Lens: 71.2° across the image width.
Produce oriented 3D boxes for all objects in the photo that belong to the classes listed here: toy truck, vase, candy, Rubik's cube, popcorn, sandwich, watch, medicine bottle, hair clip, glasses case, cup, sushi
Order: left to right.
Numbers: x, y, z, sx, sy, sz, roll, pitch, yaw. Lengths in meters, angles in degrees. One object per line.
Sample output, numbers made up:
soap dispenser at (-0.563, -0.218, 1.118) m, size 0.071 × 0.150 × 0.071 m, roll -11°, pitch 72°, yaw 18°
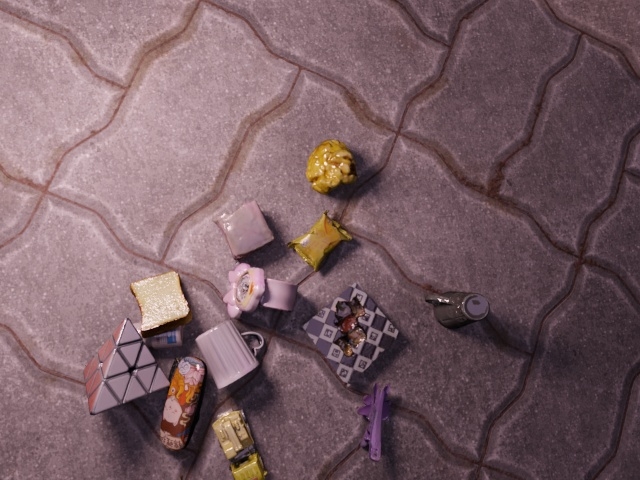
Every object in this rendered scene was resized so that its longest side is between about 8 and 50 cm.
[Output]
Rubik's cube at (-0.681, 0.439, 1.510) m, size 0.228 × 0.228 × 0.233 m, roll -31°, pitch 71°, yaw -21°
medicine bottle at (-0.586, 0.340, 1.611) m, size 0.168 × 0.105 × 0.105 m, roll -5°, pitch 83°, yaw -10°
sandwich at (-0.571, 0.222, 1.599) m, size 0.186 × 0.065 × 0.214 m, roll -19°, pitch 57°, yaw -22°
glasses case at (-0.486, 0.577, 1.588) m, size 0.122 × 0.082 × 0.320 m, roll 9°, pitch 82°, yaw 30°
cup at (-0.332, 0.403, 1.643) m, size 0.167 × 0.221 × 0.202 m, roll -32°, pitch 85°, yaw 21°
toy truck at (-0.289, 0.742, 1.583) m, size 0.124 × 0.157 × 0.272 m, roll -22°, pitch 86°, yaw -12°
candy at (-0.290, -0.033, 1.700) m, size 0.185 × 0.137 × 0.195 m, roll -24°, pitch 89°, yaw -12°
watch at (-0.212, 0.205, 1.667) m, size 0.218 × 0.248 × 0.210 m, roll 19°, pitch 77°, yaw -34°
popcorn at (0.048, -0.296, 1.763) m, size 0.226 × 0.203 × 0.200 m, roll -36°, pitch 100°, yaw -30°
sushi at (0.119, 0.361, 1.758) m, size 0.294 × 0.059 × 0.292 m, roll -39°, pitch 90°, yaw -13°
hair clip at (0.203, 0.691, 1.720) m, size 0.137 × 0.090 × 0.278 m, roll 11°, pitch 76°, yaw -8°
vase at (0.539, 0.261, 1.736) m, size 0.251 × 0.301 × 0.156 m, roll 20°, pitch 79°, yaw 2°

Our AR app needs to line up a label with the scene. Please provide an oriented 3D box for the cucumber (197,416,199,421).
cucumber at (-0.453, 0.581, 1.638) m, size 0.033 × 0.036 × 0.184 m, roll 4°, pitch 82°, yaw 13°

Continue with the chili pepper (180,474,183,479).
chili pepper at (-0.430, 0.946, 1.580) m, size 0.063 × 0.071 × 0.272 m, roll -28°, pitch 94°, yaw -52°

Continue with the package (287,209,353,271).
package at (0.000, 0.000, 1.769) m, size 0.226 × 0.090 × 0.168 m, roll -44°, pitch 90°, yaw -10°

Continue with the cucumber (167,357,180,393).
cucumber at (-0.539, 0.498, 1.635) m, size 0.034 × 0.033 × 0.134 m, roll 19°, pitch 79°, yaw -4°
